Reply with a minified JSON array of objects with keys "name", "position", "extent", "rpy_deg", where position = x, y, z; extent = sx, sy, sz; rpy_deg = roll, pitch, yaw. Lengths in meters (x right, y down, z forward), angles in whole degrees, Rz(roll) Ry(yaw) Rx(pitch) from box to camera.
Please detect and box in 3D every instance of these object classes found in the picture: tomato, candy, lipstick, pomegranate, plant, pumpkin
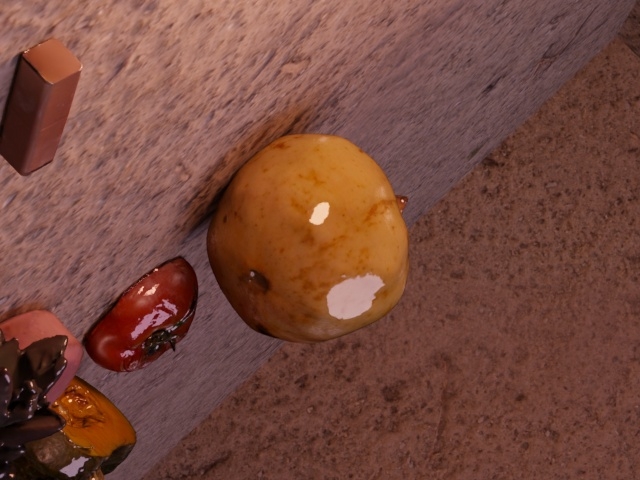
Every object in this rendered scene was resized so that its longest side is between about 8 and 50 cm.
[{"name":"tomato","position":[-0.283,0.142,2.062],"extent":[0.228,0.101,0.228],"rpy_deg":[-40,167,-11]},{"name":"candy","position":[-0.438,0.203,1.692],"extent":[0.255,0.094,0.255],"rpy_deg":[-43,170,-9]},{"name":"lipstick","position":[-0.266,-0.123,1.166],"extent":[0.045,0.045,0.145],"rpy_deg":[-35,166,-38]},{"name":"pomegranate","position":[0.000,0.000,1.936],"extent":[0.342,0.342,0.342],"rpy_deg":[-42,170,-9]},{"name":"plant","position":[-0.435,0.224,1.459],"extent":[0.321,0.194,0.181],"rpy_deg":[-52,150,16]},{"name":"pumpkin","position":[-0.406,0.331,1.986],"extent":[0.139,0.222,0.317],"rpy_deg":[-45,171,3]}]
